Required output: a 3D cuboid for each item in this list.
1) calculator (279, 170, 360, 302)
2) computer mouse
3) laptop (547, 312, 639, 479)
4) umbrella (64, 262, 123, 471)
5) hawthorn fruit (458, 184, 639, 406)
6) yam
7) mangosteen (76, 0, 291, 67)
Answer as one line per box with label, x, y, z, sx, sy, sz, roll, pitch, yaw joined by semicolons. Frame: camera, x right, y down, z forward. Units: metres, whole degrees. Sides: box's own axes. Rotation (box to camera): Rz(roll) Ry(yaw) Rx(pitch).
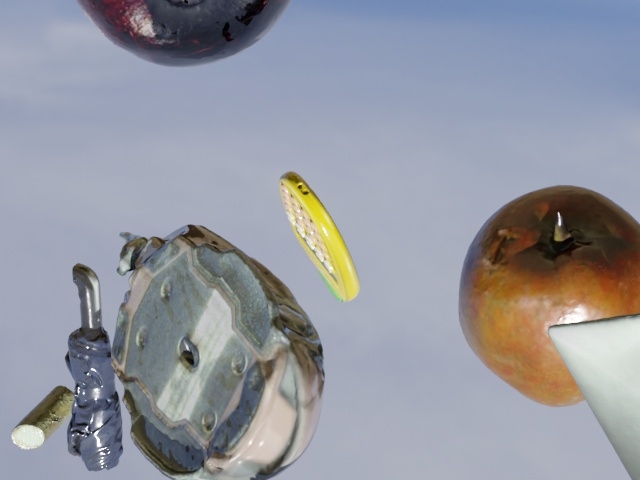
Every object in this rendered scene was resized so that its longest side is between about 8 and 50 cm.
calculator;0.000;0.000;1.948;0.032;0.235;0.146;-33;-121;-8
computer mouse;-0.097;0.097;1.421;0.115;0.199;0.389;25;-169;-37
laptop;0.322;0.168;1.317;0.187;0.269;0.015;-11;-153;46
umbrella;-0.263;0.149;1.778;0.070;0.248;0.071;1;-160;0
hawthorn fruit;0.301;0.061;1.953;0.267;0.301;0.268;-6;-120;10
yam;-0.339;0.220;1.924;0.043;0.043;0.094;22;-141;16
mangosteen;-0.171;-0.378;1.926;0.306;0.307;0.347;9;-157;-11
